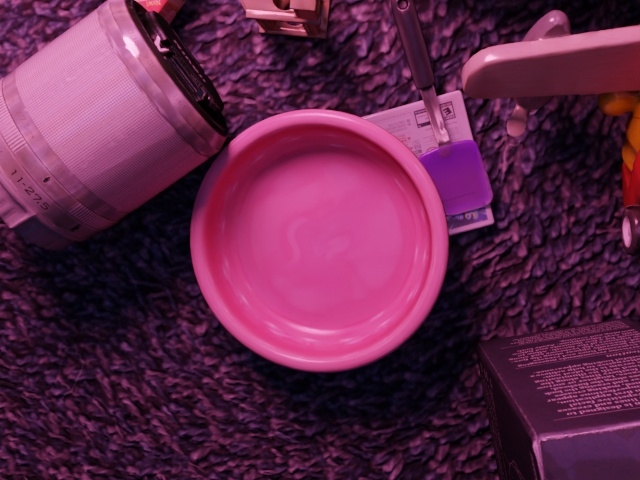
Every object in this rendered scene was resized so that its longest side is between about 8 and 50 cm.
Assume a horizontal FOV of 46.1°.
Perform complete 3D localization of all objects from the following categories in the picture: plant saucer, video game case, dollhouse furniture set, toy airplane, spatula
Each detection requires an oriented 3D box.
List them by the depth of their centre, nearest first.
[{"bbox_3d":[0.412,-0.199,0.848,0.386,0.272,0.384,34,124,-21],"label":"toy airplane"},{"bbox_3d":[-0.041,-0.345,0.914,0.101,0.182,0.160,6,95,4],"label":"dollhouse furniture set"},{"bbox_3d":[0.142,-0.176,0.967,0.084,0.030,0.296,-18,93,7],"label":"spatula"},{"bbox_3d":[0.000,0.000,0.969,0.332,0.084,0.332,2,98,14],"label":"plant saucer"},{"bbox_3d":[0.111,-0.085,1.004,0.201,0.023,0.183,-15,93,4],"label":"video game case"}]

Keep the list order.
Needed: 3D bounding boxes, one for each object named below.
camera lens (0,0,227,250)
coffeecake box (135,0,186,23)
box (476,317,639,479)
[{"bbox_3d":[-0.271,-0.143,0.928,0.274,0.219,0.219,-34,91,6],"label":"camera lens"},{"bbox_3d":[-0.208,-0.402,0.979,0.142,0.068,0.185,37,97,0],"label":"coffeecake box"},{"bbox_3d":[0.322,0.274,0.830,0.212,0.395,0.293,-11,94,5],"label":"box"}]
